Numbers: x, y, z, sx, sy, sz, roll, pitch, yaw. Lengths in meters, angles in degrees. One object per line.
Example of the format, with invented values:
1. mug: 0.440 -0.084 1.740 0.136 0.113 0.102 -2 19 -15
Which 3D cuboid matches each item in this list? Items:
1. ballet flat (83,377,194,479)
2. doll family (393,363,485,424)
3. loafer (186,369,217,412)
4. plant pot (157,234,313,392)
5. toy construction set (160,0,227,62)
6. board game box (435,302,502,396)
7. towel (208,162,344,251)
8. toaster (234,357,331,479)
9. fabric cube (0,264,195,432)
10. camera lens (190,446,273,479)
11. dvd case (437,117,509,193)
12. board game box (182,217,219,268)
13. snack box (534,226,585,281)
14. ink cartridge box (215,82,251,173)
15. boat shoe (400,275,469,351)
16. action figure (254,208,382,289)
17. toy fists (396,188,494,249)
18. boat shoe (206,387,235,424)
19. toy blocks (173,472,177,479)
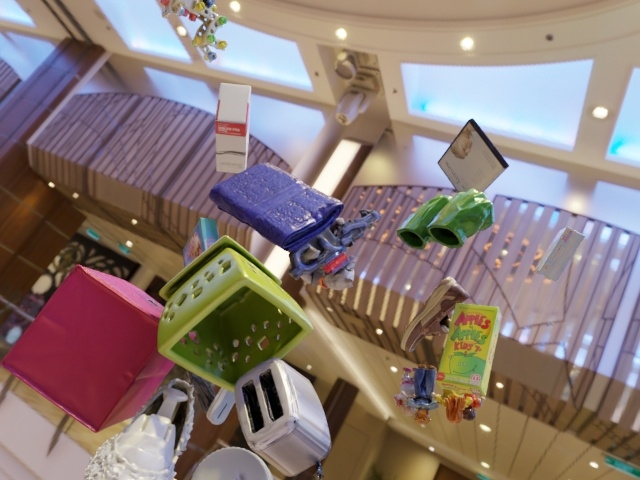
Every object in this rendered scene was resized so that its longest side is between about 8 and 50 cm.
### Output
1. ballet flat: -0.313 0.358 0.964 0.147 0.147 0.409 33 2 -6
2. doll family: 0.322 0.435 1.473 0.263 0.163 0.118 -3 -30 22
3. loafer: -0.417 0.508 1.870 0.076 0.078 0.223 30 -40 67
4. plant pot: -0.187 0.138 1.083 0.228 0.227 0.207 45 8 -38
5. toy construction set: -0.477 -0.833 1.951 0.151 0.215 0.328 12 -5 27
6. board game box: 0.308 0.221 1.082 0.092 0.181 0.043 2 -35 34
7. towel: -0.120 -0.092 1.393 0.308 0.228 0.076 33 -42 32
8. toaster: -0.074 0.332 0.987 0.146 0.129 0.227 52 8 -39
9. fabric cube: -0.478 0.238 1.187 0.254 0.259 0.258 34 -11 6
10. camera lens: -0.227 0.690 1.386 0.219 0.219 0.274 24 -36 18
11. dvd case: 0.457 -0.233 1.602 0.180 0.022 0.253 58 -19 14
12. board game box: -0.308 0.071 1.376 0.047 0.210 0.160 6 -37 -31
13. snack box: 0.806 0.048 1.778 0.070 0.174 0.207 31 6 16
14. ink cartridge box: -0.322 -0.407 1.935 0.114 0.197 0.273 4 -33 -6
15. boat shoe: 0.396 0.282 1.813 0.123 0.123 0.342 40 -59 20
16. action figure: 0.000 0.000 1.481 0.330 0.341 0.178 52 -32 22
17. toy fists: 0.303 -0.048 1.253 0.096 0.142 0.279 46 -15 -11
18. boat shoe: -0.325 0.535 1.847 0.076 0.226 0.083 -1 -48 52
19. toy blocks: -0.493 0.893 1.791 0.148 0.123 0.054 46 -19 4
